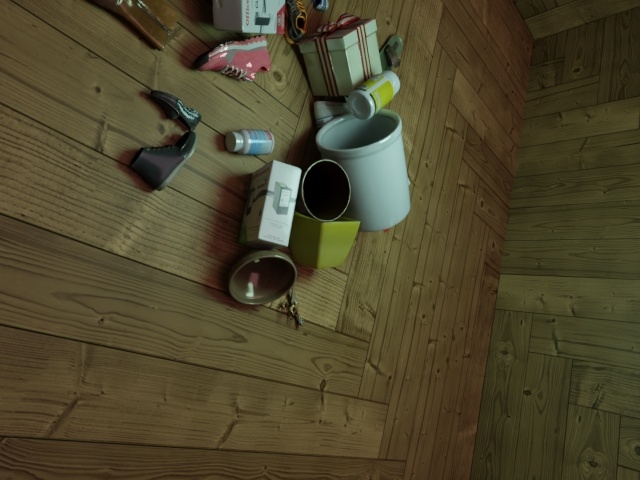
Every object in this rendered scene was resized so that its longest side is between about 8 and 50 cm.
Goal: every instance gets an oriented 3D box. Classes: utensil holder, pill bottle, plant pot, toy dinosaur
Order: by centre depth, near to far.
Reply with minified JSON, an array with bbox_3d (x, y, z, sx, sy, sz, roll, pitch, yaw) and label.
[{"bbox_3d":[-0.209,0.106,1.504,0.237,0.110,0.237,-14,134,-14],"label":"plant pot"},{"bbox_3d":[-0.246,-0.343,1.524,0.160,0.087,0.087,-11,97,-45],"label":"pill bottle"},{"bbox_3d":[-0.044,-0.181,1.610,0.215,0.230,0.216,-3,96,-36],"label":"plant pot"},{"bbox_3d":[0.207,-0.558,1.664,0.208,0.119,0.119,-44,118,-30],"label":"pill bottle"},{"bbox_3d":[-0.106,0.235,1.681,0.112,0.064,0.212,-32,121,-59],"label":"toy dinosaur"},{"bbox_3d":[0.000,0.000,1.689,0.212,0.212,0.187,-3,104,-44],"label":"plant pot"},{"bbox_3d":[0.181,-0.273,1.735,0.328,0.327,0.386,-48,137,-34],"label":"utensil holder"}]

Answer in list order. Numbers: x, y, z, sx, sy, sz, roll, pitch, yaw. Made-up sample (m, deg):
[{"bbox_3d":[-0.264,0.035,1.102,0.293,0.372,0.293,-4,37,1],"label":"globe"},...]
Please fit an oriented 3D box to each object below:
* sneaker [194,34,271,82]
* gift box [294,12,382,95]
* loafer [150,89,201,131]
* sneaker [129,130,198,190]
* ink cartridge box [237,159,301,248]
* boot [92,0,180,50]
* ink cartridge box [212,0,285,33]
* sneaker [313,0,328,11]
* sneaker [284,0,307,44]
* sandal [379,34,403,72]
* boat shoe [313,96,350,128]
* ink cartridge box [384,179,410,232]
[{"bbox_3d":[-0.278,-0.600,1.480,0.313,0.115,0.136,-37,115,-39],"label":"sneaker"},{"bbox_3d":[0.062,-0.733,1.731,0.255,0.276,0.258,-49,137,-38],"label":"gift box"},{"bbox_3d":[-0.449,-0.399,1.347,0.170,0.062,0.061,27,75,-39],"label":"loafer"},{"bbox_3d":[-0.464,-0.269,1.311,0.118,0.083,0.222,43,62,-34],"label":"sneaker"},{"bbox_3d":[-0.176,-0.114,1.501,0.114,0.198,0.273,16,77,-28],"label":"ink cartridge box"},{"bbox_3d":[-0.523,-0.741,1.256,0.280,0.096,0.264,27,70,-42],"label":"boot"},{"bbox_3d":[-0.230,-0.793,1.442,0.273,0.114,0.197,-40,139,-55],"label":"ink cartridge box"},{"bbox_3d":[-0.008,-1.023,1.797,0.059,0.053,0.144,-23,104,-40],"label":"sneaker"},{"bbox_3d":[-0.088,-0.877,1.695,0.084,0.083,0.215,-2,89,-43],"label":"sneaker"},{"bbox_3d":[0.345,-0.895,2.117,0.120,0.086,0.303,40,63,-36],"label":"sandal"},{"bbox_3d":[0.114,-0.578,1.867,0.367,0.135,0.157,-19,99,-33],"label":"boat shoe"},{"bbox_3d":[0.356,-0.210,2.136,0.275,0.060,0.239,-47,119,-35],"label":"ink cartridge box"}]
